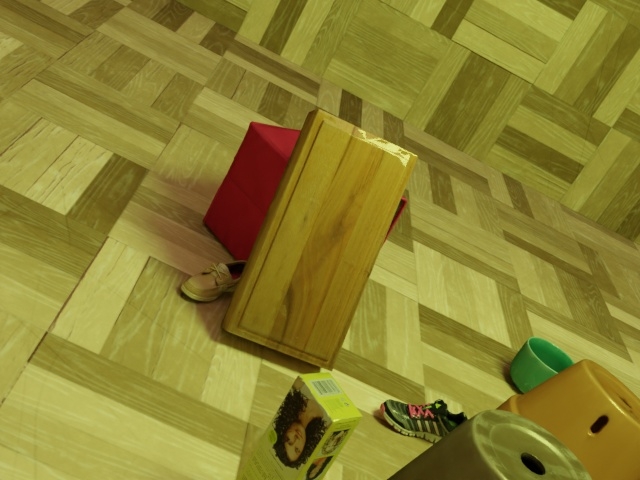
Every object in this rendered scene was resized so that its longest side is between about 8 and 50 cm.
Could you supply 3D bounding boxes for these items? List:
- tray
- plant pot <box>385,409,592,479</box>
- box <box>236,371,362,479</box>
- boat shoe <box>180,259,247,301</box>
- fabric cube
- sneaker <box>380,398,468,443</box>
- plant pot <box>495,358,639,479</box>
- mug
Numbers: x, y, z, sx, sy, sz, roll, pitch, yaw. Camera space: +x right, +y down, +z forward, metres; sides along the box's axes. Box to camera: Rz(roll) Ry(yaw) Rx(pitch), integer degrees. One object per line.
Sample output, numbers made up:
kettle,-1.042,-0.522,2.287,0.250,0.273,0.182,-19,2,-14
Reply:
tray,0.000,0.000,1.570,0.203,0.411,0.076,23,-3,-15
plant pot,0.210,0.389,1.197,0.323,0.280,0.323,24,24,-11
box,-0.037,0.285,1.171,0.058,0.232,0.087,1,36,-43
boat shoe,-0.188,0.066,1.639,0.063,0.059,0.170,39,25,20
fabric cube,-0.033,-0.059,1.814,0.254,0.259,0.258,1,36,-46
sneaker,0.188,0.308,1.575,0.170,0.075,0.063,24,25,-13
plant pot,0.474,0.351,1.595,0.291,0.203,0.291,37,16,-13
mug,0.477,0.293,1.905,0.129,0.097,0.158,14,30,-34
